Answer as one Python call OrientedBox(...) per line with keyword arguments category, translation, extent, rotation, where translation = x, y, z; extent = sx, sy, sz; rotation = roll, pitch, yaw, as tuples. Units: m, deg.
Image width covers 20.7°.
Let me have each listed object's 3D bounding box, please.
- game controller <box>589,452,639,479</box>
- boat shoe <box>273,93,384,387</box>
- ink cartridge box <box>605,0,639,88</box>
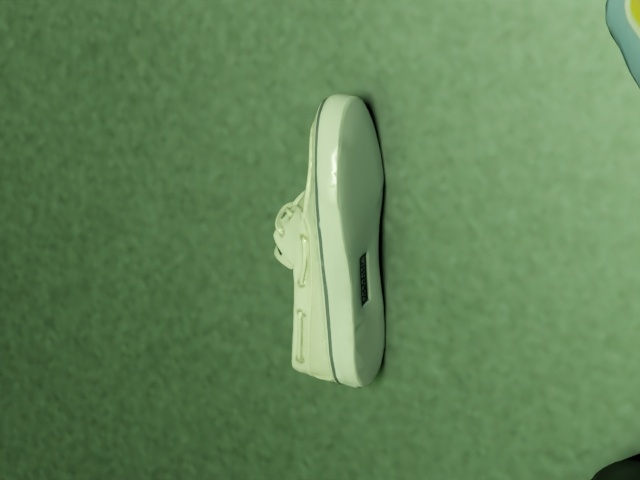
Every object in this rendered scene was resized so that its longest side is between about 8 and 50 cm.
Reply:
OrientedBox(category="game controller", translation=(0.169, 0.116, 0.413), extent=(0.319, 0.166, 0.067), rotation=(-1, 115, 42))
OrientedBox(category="boat shoe", translation=(0.000, 0.000, 0.582), extent=(0.035, 0.035, 0.100), rotation=(6, 113, 25))
OrientedBox(category="ink cartridge box", translation=(0.201, -0.013, 0.213), extent=(0.395, 0.151, 0.270), rotation=(-113, 24, -43))
